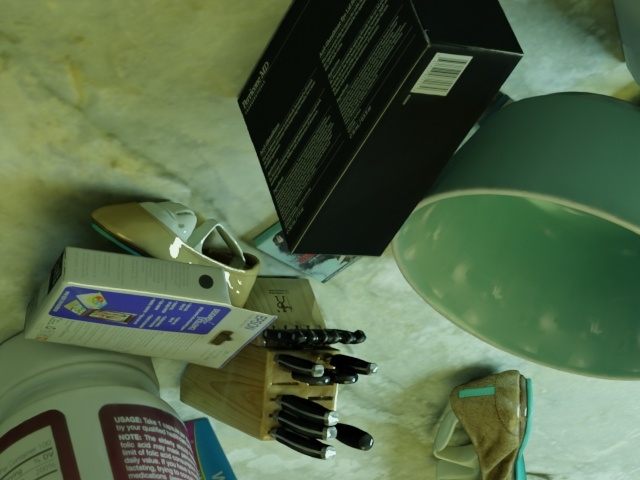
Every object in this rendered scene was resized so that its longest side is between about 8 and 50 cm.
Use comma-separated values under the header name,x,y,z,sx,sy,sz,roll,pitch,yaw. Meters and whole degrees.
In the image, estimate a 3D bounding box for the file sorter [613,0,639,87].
name,x,y,z,sx,sy,sz,roll,pitch,yaw
file sorter,0.374,-0.205,1.558,0.173,0.193,0.278,-25,146,1

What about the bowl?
name,x,y,z,sx,sy,sz,roll,pitch,yaw
bowl,0.235,-0.020,1.582,0.311,0.163,0.311,17,153,9

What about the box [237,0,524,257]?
name,x,y,z,sx,sy,sz,roll,pitch,yaw
box,0.043,-0.137,1.487,0.103,0.184,0.261,2,140,-32

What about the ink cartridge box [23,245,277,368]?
name,x,y,z,sx,sy,sz,roll,pitch,yaw
ink cartridge box,-0.167,0.068,1.691,0.208,0.045,0.206,11,159,-17

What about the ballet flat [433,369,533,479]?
name,x,y,z,sx,sy,sz,roll,pitch,yaw
ballet flat,0.207,0.277,2.226,0.124,0.116,0.342,0,145,6

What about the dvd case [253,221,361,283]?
name,x,y,z,sx,sy,sz,roll,pitch,yaw
dvd case,0.000,0.000,1.806,0.087,0.013,0.119,-35,144,20

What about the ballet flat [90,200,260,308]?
name,x,y,z,sx,sy,sz,roll,pitch,yaw
ballet flat,-0.137,0.000,1.704,0.073,0.080,0.232,-54,144,-1

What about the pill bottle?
name,x,y,z,sx,sy,sz,roll,pitch,yaw
pill bottle,-0.222,0.289,1.757,0.224,0.392,0.224,-13,145,-9

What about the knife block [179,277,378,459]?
name,x,y,z,sx,sy,sz,roll,pitch,yaw
knife block,-0.041,0.170,1.818,0.088,0.242,0.276,3,140,-28

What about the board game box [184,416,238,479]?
name,x,y,z,sx,sy,sz,roll,pitch,yaw
board game box,-0.231,0.338,1.945,0.303,0.224,0.097,-12,135,-21

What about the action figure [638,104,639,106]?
name,x,y,z,sx,sy,sz,roll,pitch,yaw
action figure,0.399,-0.147,1.767,0.137,0.063,0.232,19,126,-39

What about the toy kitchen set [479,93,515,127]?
name,x,y,z,sx,sy,sz,roll,pitch,yaw
toy kitchen set,0.165,-0.037,1.781,0.207,0.122,0.166,-51,139,8
